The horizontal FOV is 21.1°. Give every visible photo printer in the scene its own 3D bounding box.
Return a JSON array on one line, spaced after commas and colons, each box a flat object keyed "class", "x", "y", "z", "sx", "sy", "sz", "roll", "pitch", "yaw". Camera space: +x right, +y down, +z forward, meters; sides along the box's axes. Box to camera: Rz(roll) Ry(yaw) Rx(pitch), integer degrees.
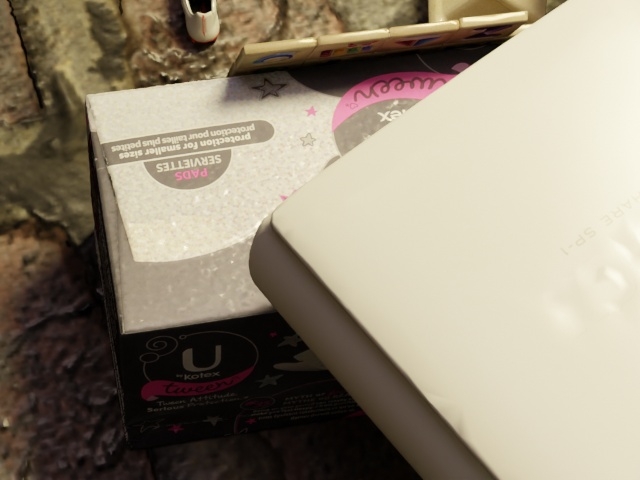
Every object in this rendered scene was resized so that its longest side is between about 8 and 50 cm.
[{"class": "photo printer", "x": 0.155, "y": 0.045, "z": 0.793, "sx": 0.256, "sy": 0.107, "sz": 0.307, "roll": -34, "pitch": 65, "yaw": -15}]

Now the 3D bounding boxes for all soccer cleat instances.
[{"class": "soccer cleat", "x": -0.082, "y": -0.168, "z": 1.131, "sx": 0.029, "sy": 0.035, "sz": 0.083, "roll": -6, "pitch": 58, "yaw": -8}]

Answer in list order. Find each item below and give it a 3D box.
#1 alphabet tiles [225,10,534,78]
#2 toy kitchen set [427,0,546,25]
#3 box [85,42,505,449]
[{"class": "alphabet tiles", "x": 0.059, "y": -0.107, "z": 1.019, "sx": 0.237, "sy": 0.198, "sz": 0.009, "roll": -8, "pitch": 86, "yaw": -10}, {"class": "toy kitchen set", "x": 0.200, "y": -0.166, "z": 1.141, "sx": 0.207, "sy": 0.166, "sz": 0.122, "roll": 30, "pitch": 51, "yaw": -30}, {"class": "box", "x": 0.000, "y": 0.000, "z": 0.966, "sx": 0.247, "sy": 0.142, "sz": 0.163, "roll": -7, "pitch": 58, "yaw": -10}]
